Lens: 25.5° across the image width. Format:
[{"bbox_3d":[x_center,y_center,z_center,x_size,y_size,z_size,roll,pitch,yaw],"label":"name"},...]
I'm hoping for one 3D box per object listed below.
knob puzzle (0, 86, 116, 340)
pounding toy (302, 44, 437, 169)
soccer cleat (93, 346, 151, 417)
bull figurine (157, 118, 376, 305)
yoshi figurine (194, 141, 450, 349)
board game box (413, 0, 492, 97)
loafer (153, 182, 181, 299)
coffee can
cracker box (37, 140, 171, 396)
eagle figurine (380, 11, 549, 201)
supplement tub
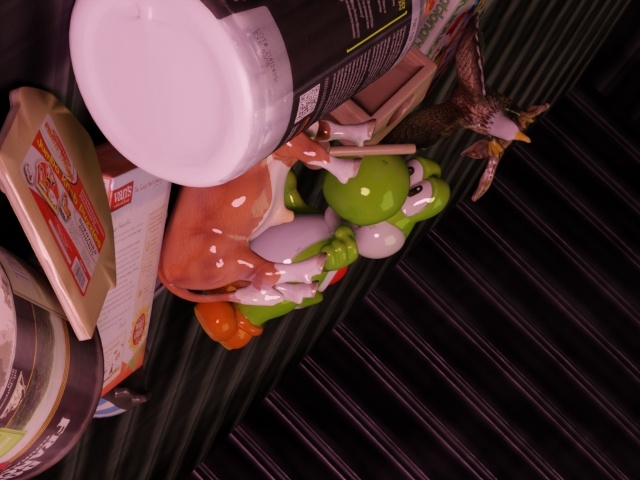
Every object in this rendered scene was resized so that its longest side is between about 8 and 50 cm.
[{"bbox_3d":[-0.216,-0.037,1.153,0.030,0.213,0.213,-16,176,11],"label":"knob puzzle"},{"bbox_3d":[0.043,-0.151,1.719,0.206,0.181,0.094,-44,170,-23],"label":"pounding toy"},{"bbox_3d":[-0.306,0.142,1.538,0.143,0.116,0.331,-12,161,15],"label":"soccer cleat"},{"bbox_3d":[-0.060,-0.074,1.398,0.101,0.188,0.310,-67,176,-70],"label":"bull figurine"},{"bbox_3d":[-0.014,-0.020,1.828,0.362,0.203,0.203,-30,-177,9],"label":"yoshi figurine"},{"bbox_3d":[0.170,-0.305,2.061,0.193,0.053,0.305,-36,165,-50],"label":"board game box"},{"bbox_3d":[-0.166,-0.054,1.484,0.302,0.109,0.095,-54,152,-7],"label":"loafer"},{"bbox_3d":[-0.297,0.089,1.098,0.201,0.201,0.275,-48,170,-5],"label":"coffee can"},{"bbox_3d":[-0.209,0.028,1.344,0.156,0.067,0.232,-38,141,-70],"label":"cracker box"},{"bbox_3d":[0.217,-0.200,2.100,0.298,0.225,0.226,17,73,-49],"label":"eagle figurine"},{"bbox_3d":[-0.039,-0.190,1.177,0.316,0.193,0.193,-38,166,-44],"label":"supplement tub"}]
